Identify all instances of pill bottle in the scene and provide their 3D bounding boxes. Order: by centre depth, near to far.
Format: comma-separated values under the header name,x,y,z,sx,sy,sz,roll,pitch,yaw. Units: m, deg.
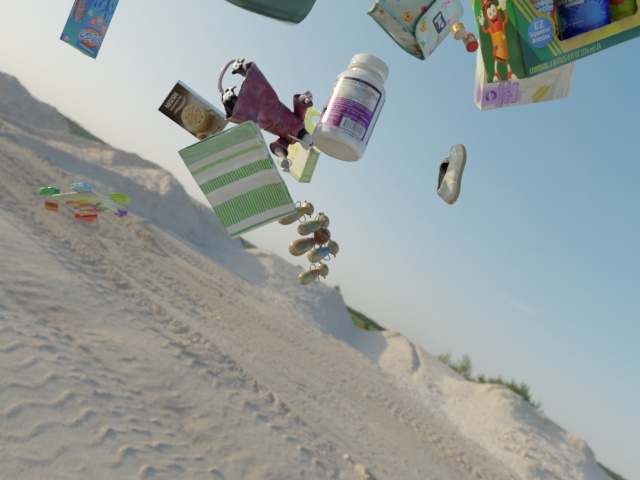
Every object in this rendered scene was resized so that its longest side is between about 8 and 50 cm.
name,x,y,z,sx,sy,sz,roll,pitch,yaw
pill bottle,0.101,-0.408,1.576,0.169,0.301,0.169,22,-11,4

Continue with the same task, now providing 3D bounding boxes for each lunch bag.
name,x,y,z,sx,sy,sz,roll,pitch,yaw
lunch bag,0.326,-0.763,1.713,0.262,0.223,0.160,40,-4,-11

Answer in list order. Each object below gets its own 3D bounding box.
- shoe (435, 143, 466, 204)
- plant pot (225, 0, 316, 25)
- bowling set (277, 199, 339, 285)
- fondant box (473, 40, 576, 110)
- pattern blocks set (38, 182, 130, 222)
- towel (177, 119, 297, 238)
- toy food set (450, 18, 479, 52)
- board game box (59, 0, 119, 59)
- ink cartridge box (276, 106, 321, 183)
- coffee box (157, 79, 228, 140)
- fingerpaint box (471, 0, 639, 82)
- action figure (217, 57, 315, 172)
name,x,y,z,sx,sy,sz,roll,pitch,yaw
shoe,0.364,-0.198,1.446,0.058,0.218,0.076,21,-35,-5
plant pot,-0.149,-0.655,1.147,0.235,0.292,0.293,-1,14,-29
bowling set,0.000,0.000,1.686,0.200,0.154,0.286,-9,-79,49
fondant box,0.727,-0.610,1.836,0.096,0.331,0.238,-97,179,-51
pattern blocks set,-0.785,-0.121,1.735,0.286,0.026,0.325,-8,-15,13
towel,-0.239,-0.176,1.557,0.038,0.248,0.324,-101,167,-59
toy food set,0.514,-0.613,1.524,0.111,0.233,0.104,64,15,-54
board game box,-0.679,-0.661,1.527,0.047,0.210,0.160,24,5,-4
ink cartridge box,-0.059,-0.340,1.800,0.056,0.235,0.171,1,31,-39
coffee box,-0.505,-0.507,2.064,0.247,0.141,0.098,35,15,-22
fingerpaint box,0.586,-0.624,1.213,0.163,0.445,0.370,-143,-147,-68
action figure,-0.155,-0.381,1.637,0.370,0.248,0.276,31,0,-36
